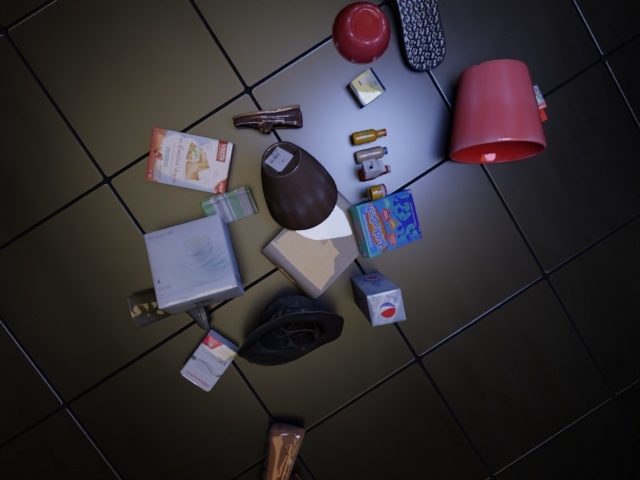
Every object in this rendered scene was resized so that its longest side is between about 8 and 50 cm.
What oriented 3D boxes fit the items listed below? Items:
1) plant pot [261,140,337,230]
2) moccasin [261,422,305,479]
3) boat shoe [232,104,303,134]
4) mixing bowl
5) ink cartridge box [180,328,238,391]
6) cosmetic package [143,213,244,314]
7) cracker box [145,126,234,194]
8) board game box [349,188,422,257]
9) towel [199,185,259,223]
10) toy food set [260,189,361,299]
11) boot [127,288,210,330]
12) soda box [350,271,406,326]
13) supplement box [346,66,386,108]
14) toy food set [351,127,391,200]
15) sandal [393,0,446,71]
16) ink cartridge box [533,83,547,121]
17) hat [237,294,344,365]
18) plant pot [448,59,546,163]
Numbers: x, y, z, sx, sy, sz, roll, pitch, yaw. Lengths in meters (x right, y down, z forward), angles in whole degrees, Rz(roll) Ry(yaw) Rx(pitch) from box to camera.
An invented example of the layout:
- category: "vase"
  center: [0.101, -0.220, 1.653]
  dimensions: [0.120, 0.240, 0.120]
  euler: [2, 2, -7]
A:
- category: "plant pot"
  center: [-0.079, -0.169, 1.451]
  dimensions: [0.215, 0.230, 0.215]
  euler: [-5, 68, 12]
- category: "moccasin"
  center: [-0.114, 0.770, 1.647]
  dimensions: [0.146, 0.139, 0.380]
  euler: [9, 86, 3]
- category: "boat shoe"
  center: [-0.153, -0.350, 1.544]
  dimensions: [0.206, 0.073, 0.073]
  euler: [-10, 95, -4]
- category: "mixing bowl"
  center: [0.128, -0.619, 1.527]
  dimensions: [0.181, 0.098, 0.182]
  euler: [-1, 96, -6]
- category: "ink cartridge box"
  center: [-0.341, 0.369, 1.611]
  dimensions: [0.109, 0.063, 0.150]
  euler: [37, 93, -8]
- category: "cosmetic package"
  center: [-0.361, 0.070, 1.506]
  dimensions: [0.224, 0.138, 0.225]
  euler: [-16, 74, -3]
- category: "cracker box"
  center: [-0.382, -0.232, 1.540]
  dimensions: [0.232, 0.067, 0.156]
  euler: [10, 96, -7]
- category: "board game box"
  center: [0.200, -0.053, 1.578]
  dimensions: [0.210, 0.047, 0.160]
  euler: [-20, 99, -28]
- category: "towel"
  center: [-0.268, -0.096, 1.556]
  dimensions: [0.152, 0.023, 0.113]
  euler: [-20, 136, -2]
- category: "toy food set"
  center: [0.000, 0.000, 1.598]
  dimensions: [0.220, 0.092, 0.306]
  euler: [45, 83, -8]
- category: "boot"
  center: [-0.455, 0.219, 1.579]
  dimensions: [0.208, 0.076, 0.190]
  euler: [-23, 83, -9]
- category: "soda box"
  center: [0.161, 0.164, 1.519]
  dimensions: [0.098, 0.286, 0.091]
  euler: [-12, 97, -5]
- category: "supplement box"
  center: [0.136, -0.456, 1.565]
  dimensions: [0.083, 0.056, 0.083]
  euler: [-36, 98, 0]
- category: "toy food set"
  center: [0.172, -0.218, 1.556]
  dimensions: [0.104, 0.111, 0.232]
  euler: [-14, 62, -3]
- category: "sandal"
  center: [0.269, -0.727, 1.537]
  dimensions: [0.167, 0.107, 0.446]
  euler: [-10, 110, -5]
- category: "ink cartridge box"
  center: [0.666, -0.419, 1.629]
  dimensions: [0.062, 0.029, 0.115]
  euler: [-28, 97, -2]
- category: "hat"
  center: [-0.099, 0.246, 1.566]
  dimensions: [0.331, 0.331, 0.134]
  euler: [-18, 59, -3]
- category: "plant pot"
  center: [0.507, -0.370, 1.516]
  dimensions: [0.274, 0.275, 0.243]
  euler: [0, 85, -5]
